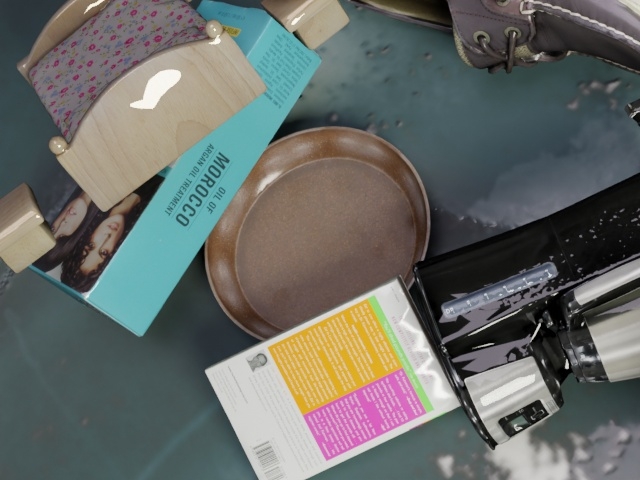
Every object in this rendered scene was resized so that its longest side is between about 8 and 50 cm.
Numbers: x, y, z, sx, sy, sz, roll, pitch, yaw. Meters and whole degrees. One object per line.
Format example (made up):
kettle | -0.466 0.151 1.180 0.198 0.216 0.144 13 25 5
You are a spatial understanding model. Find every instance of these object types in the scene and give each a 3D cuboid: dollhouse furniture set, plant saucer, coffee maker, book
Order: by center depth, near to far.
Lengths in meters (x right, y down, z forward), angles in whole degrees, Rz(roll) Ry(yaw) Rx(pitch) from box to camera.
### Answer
coffee maker | 0.157 0.027 0.867 0.178 0.120 0.171 -21 40 10
book | 0.009 0.097 0.908 0.144 0.035 0.096 -26 91 8
dollhouse furniture set | -0.157 -0.202 0.963 0.356 0.174 0.303 -37 35 -1
plant saucer | 0.000 0.000 0.972 0.169 0.029 0.168 -8 66 18

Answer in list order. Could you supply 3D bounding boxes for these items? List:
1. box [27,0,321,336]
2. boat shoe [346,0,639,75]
box | -0.108 -0.058 1.000 0.100 0.060 0.244 21 76 50
boat shoe | 0.127 -0.161 0.955 0.285 0.103 0.092 31 87 32
